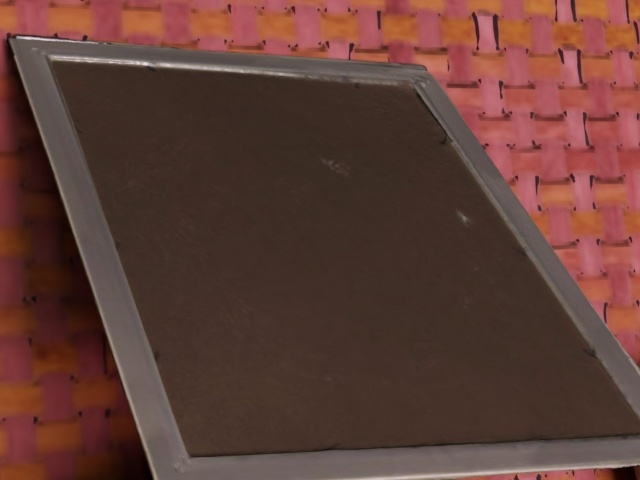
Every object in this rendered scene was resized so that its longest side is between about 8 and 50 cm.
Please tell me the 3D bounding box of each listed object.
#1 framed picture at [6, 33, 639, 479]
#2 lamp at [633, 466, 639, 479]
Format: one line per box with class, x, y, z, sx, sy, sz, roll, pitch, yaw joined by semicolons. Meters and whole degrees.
framed picture;0.000;0.000;0.537;0.197;0.014;0.252;1;38;-24
lamp;0.230;0.093;0.679;0.193;0.106;0.106;-18;91;-35
